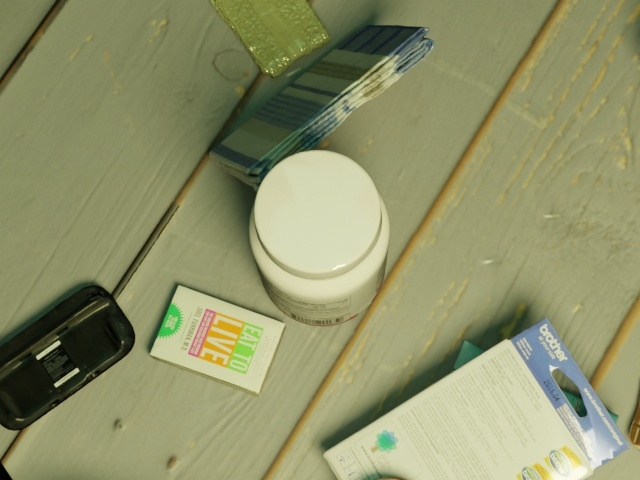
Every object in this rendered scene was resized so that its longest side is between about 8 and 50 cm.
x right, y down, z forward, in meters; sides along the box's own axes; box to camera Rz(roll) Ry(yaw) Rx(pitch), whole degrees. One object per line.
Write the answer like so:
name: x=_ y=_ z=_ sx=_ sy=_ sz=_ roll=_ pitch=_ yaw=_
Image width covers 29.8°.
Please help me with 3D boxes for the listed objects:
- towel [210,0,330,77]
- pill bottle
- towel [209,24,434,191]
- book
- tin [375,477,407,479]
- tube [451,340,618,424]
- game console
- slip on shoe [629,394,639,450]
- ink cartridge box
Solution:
towel: x=-0.066 y=-0.295 z=1.592 sx=0.110 sy=0.027 sz=0.148 roll=-35 pitch=77 yaw=-8
pill bottle: x=0.000 y=0.000 z=1.390 sx=0.160 sy=0.283 sz=0.160 roll=0 pitch=77 yaw=1
towel: x=-0.004 y=-0.170 z=1.486 sx=0.285 sy=0.209 sz=0.034 roll=-41 pitch=112 yaw=-9
book: x=-0.126 y=0.124 z=1.496 sx=0.144 sy=0.035 sz=0.096 roll=18 pitch=74 yaw=7
tin: x=0.069 y=0.365 z=1.377 sx=0.106 sy=0.040 sz=0.190 roll=17 pitch=88 yaw=9
tube: x=0.255 y=0.197 z=1.462 sx=0.207 sy=0.052 sz=0.080 roll=22 pitch=74 yaw=11
game console: x=-0.384 y=0.203 z=1.476 sx=0.361 sy=0.044 sz=0.213 roll=-36 pitch=80 yaw=-6
slip on shoe: x=0.417 y=0.197 z=1.462 sx=0.041 sy=0.051 sz=0.135 roll=35 pitch=67 yaw=-32
ink cartridge box: x=0.183 y=0.247 z=1.416 sx=0.311 sy=0.065 sz=0.186 roll=-34 pitch=79 yaw=7
